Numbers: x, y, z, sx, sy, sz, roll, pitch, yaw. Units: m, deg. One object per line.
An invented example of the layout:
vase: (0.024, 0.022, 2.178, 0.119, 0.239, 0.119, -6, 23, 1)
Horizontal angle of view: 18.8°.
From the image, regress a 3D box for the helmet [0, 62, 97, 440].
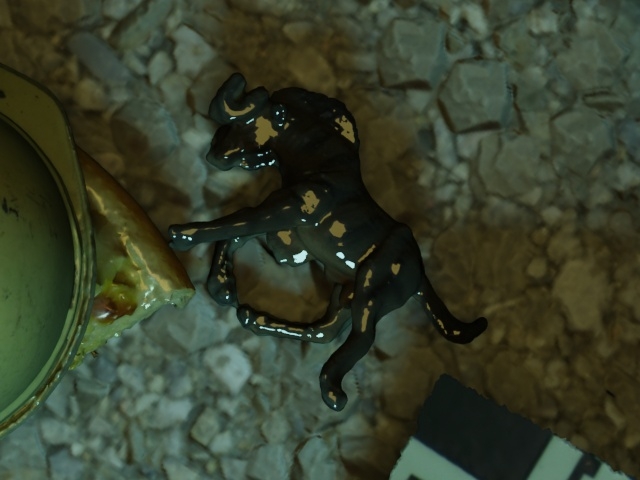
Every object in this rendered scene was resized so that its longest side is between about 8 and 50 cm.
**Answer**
helmet: (-0.228, -0.003, 1.114, 0.204, 0.137, 0.258, 3, 79, -10)

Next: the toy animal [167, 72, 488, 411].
toy animal: (0.000, 0.000, 1.241, 0.148, 0.084, 0.233, -45, 87, -6)

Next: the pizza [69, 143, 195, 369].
pizza: (-0.252, 0.006, 1.223, 0.323, 0.089, 0.223, 31, 82, -2)

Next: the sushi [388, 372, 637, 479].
sushi: (0.132, 0.311, 1.231, 0.296, 0.100, 0.373, 29, 99, 17)
